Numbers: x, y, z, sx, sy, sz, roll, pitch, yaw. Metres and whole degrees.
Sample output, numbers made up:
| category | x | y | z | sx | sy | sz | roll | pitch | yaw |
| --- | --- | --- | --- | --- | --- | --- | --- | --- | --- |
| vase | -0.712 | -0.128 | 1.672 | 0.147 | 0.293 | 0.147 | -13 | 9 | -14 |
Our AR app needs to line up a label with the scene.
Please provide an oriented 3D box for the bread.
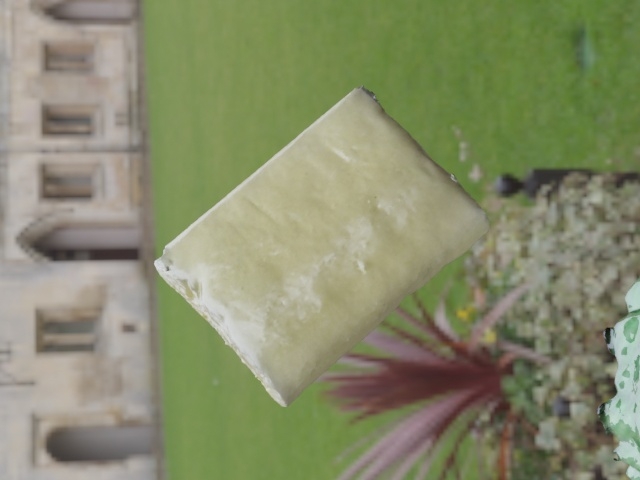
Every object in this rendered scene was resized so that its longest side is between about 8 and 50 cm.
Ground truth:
| category | x | y | z | sx | sy | sz | roll | pitch | yaw |
| --- | --- | --- | --- | --- | --- | --- | --- | --- | --- |
| bread | 0.000 | 0.000 | 0.916 | 0.139 | 0.178 | 0.060 | 44 | 170 | 26 |

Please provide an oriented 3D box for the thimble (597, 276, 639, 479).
| category | x | y | z | sx | sy | sz | roll | pitch | yaw |
| --- | --- | --- | --- | --- | --- | --- | --- | --- | --- |
| thimble | 0.291 | 0.089 | 0.952 | 0.150 | 0.219 | 0.219 | 5 | 98 | 37 |
